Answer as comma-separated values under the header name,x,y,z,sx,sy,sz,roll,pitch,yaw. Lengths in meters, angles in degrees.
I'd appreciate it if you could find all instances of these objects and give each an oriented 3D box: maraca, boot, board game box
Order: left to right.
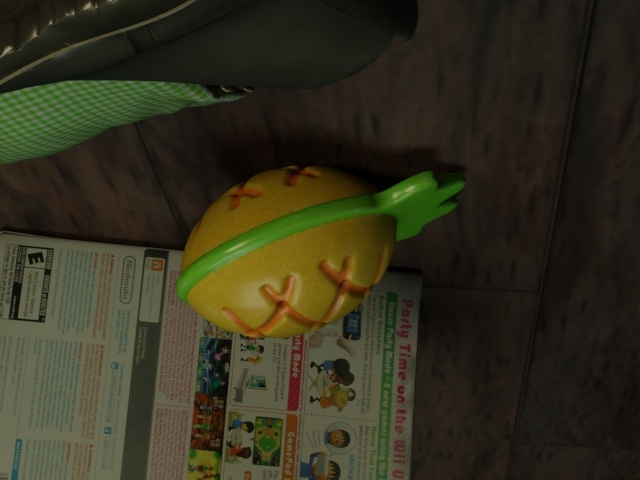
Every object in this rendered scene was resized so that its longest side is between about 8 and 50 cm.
name,x,y,z,sx,sy,sz,roll,pitch,yaw
boot,-0.077,-0.072,0.627,0.198,0.077,0.137,-7,166,35
board game box,-0.087,0.124,1.234,0.303,0.224,0.097,6,161,-4
maraca,0.000,0.000,1.061,0.185,0.099,0.127,-20,169,-8

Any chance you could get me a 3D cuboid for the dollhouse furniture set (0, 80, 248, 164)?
name,x,y,z,sx,sy,sz,roll,pitch,yaw
dollhouse furniture set,-0.188,-0.061,0.829,0.197,0.151,0.301,-7,158,29
